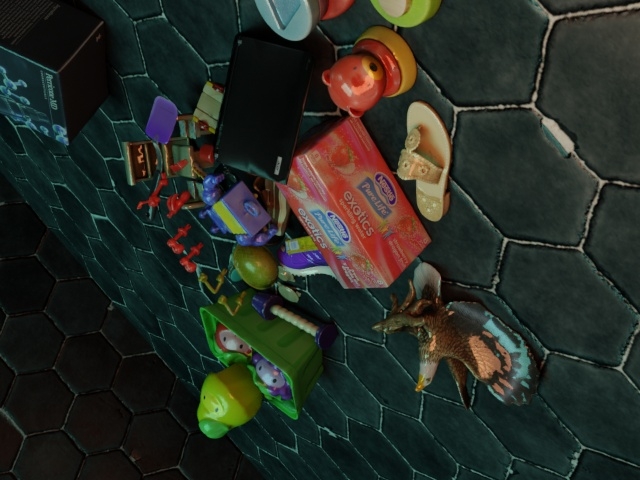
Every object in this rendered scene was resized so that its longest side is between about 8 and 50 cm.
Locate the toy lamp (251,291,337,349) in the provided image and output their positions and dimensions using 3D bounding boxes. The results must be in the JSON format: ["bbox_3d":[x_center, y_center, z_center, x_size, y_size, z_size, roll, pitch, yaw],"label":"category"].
[{"bbox_3d":[-0.079,0.208,2.071,0.274,0.080,0.080,22,141,40],"label":"toy lamp"}]

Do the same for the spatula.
[{"bbox_3d":[-0.373,-0.177,1.757,0.084,0.030,0.296,28,120,31],"label":"spatula"}]

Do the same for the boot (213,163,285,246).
[{"bbox_3d":[-0.154,-0.114,1.766,0.246,0.094,0.207,53,156,6],"label":"boot"}]

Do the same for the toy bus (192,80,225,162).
[{"bbox_3d":[-0.165,-0.253,1.605,0.191,0.104,0.202,-15,86,31],"label":"toy bus"}]

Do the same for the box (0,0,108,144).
[{"bbox_3d":[-0.772,-0.477,1.965,0.395,0.212,0.293,25,148,3],"label":"box"}]

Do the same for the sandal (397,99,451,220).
[{"bbox_3d":[0.171,-0.116,1.321,0.088,0.079,0.240,25,143,37],"label":"sandal"}]

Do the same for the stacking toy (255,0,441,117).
[{"bbox_3d":[0.025,-0.361,1.180,0.309,0.130,0.279,45,152,7],"label":"stacking toy"}]

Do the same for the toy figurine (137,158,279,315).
[{"bbox_3d":[-0.188,-0.020,1.643,0.217,0.191,0.362,-13,118,53],"label":"toy figurine"}]

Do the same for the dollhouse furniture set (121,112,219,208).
[{"bbox_3d":[-0.361,-0.189,1.828,0.242,0.161,0.212,17,116,62],"label":"dollhouse furniture set"}]

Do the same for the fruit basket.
[{"bbox_3d":[-0.216,0.371,2.162,0.392,0.392,0.283,33,148,28],"label":"fruit basket"}]

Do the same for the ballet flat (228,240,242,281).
[{"bbox_3d":[-0.221,0.049,2.111,0.070,0.070,0.188,45,150,8],"label":"ballet flat"}]

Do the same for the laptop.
[{"bbox_3d":[-0.114,-0.254,1.435,0.264,0.136,0.234,-117,40,-73],"label":"laptop"}]

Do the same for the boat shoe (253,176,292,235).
[{"bbox_3d":[-0.097,-0.117,1.671,0.095,0.095,0.257,18,136,3],"label":"boat shoe"}]

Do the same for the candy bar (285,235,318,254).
[{"bbox_3d":[-0.031,0.007,1.643,0.161,0.018,0.040,-11,91,56],"label":"candy bar"}]

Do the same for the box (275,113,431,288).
[{"bbox_3d":[0.057,-0.069,1.456,0.142,0.154,0.300,-7,120,54],"label":"box"}]

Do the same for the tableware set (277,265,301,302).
[{"bbox_3d":[-0.124,0.100,2.044,0.168,0.020,0.141,24,149,22],"label":"tableware set"}]

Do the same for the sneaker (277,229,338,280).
[{"bbox_3d":[0.001,0.000,1.698,0.293,0.102,0.146,6,123,48],"label":"sneaker"}]

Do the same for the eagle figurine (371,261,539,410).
[{"bbox_3d":[0.258,0.211,1.530,0.298,0.225,0.226,26,-158,-18],"label":"eagle figurine"}]
